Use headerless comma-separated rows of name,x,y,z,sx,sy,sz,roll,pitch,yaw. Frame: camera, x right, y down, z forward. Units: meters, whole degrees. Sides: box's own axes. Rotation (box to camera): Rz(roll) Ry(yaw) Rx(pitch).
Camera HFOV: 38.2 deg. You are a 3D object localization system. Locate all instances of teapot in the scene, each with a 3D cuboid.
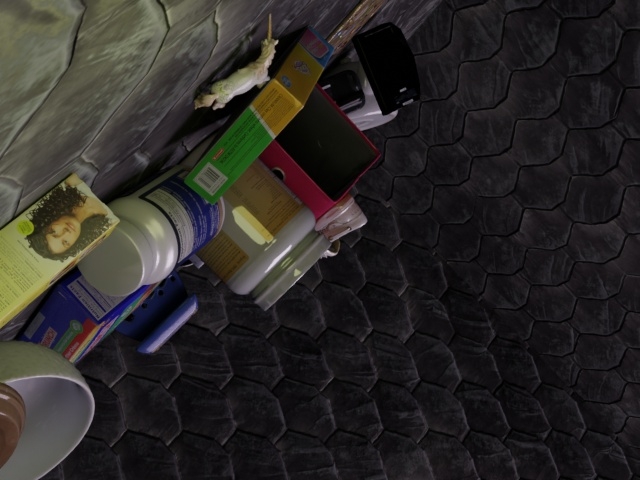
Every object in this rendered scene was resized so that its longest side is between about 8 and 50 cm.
teapot,0.084,-0.403,2.518,0.255,0.187,0.252,-15,175,26

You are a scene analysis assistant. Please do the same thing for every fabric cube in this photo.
fabric cube,-0.076,-0.162,2.030,0.258,0.254,0.259,-38,-174,40

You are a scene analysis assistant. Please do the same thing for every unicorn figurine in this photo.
unicorn figurine,-0.113,-0.243,1.362,0.162,0.060,0.111,-48,-174,-7

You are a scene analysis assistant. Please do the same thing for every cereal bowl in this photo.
cereal bowl,-0.535,0.272,1.433,0.338,0.141,0.339,-28,149,-19

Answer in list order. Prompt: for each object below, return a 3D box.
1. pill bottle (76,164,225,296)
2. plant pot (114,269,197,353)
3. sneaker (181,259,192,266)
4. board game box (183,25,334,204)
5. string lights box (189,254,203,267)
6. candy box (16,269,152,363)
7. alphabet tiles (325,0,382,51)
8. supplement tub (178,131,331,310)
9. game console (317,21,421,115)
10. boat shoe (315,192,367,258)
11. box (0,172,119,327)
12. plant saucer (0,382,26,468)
pill bottle,-0.280,-0.018,1.531,0.153,0.153,0.265,-44,-179,31
plant pot,-0.448,0.161,2.403,0.236,0.212,0.236,-45,180,-10
sneaker,-0.258,-0.064,2.604,0.447,0.169,0.257,-42,-176,25
board game box,-0.098,-0.222,1.581,0.242,0.064,0.317,-44,-167,27
string lights box,-0.287,-0.052,2.394,0.259,0.133,0.077,-43,-178,43
candy box,-0.452,0.119,1.904,0.268,0.122,0.317,-43,-179,40
alphabet tiles,0.080,-0.496,2.080,0.342,0.011,0.285,-44,-178,22
supplement tub,-0.154,-0.037,1.834,0.228,0.316,0.228,-44,-179,1
game console,0.080,-0.392,2.302,0.361,0.213,0.044,-26,-169,-17
boat shoe,0.000,0.000,2.094,0.277,0.096,0.098,-38,-173,44
box,-0.355,0.023,1.106,0.232,0.087,0.058,-47,-175,-31
plant saucer,-0.541,0.298,1.285,0.277,0.041,0.278,-27,148,-19
